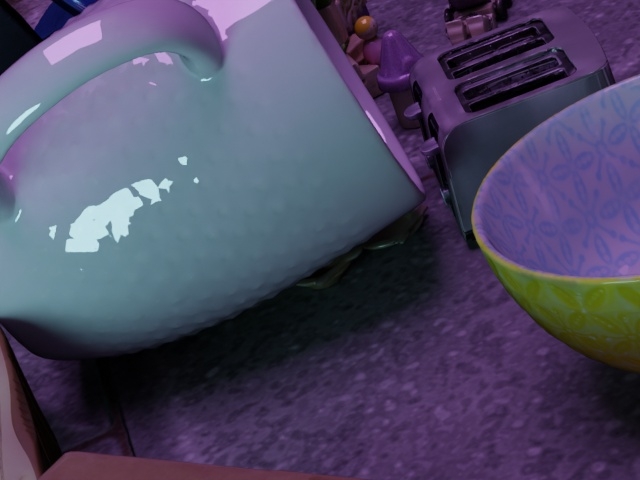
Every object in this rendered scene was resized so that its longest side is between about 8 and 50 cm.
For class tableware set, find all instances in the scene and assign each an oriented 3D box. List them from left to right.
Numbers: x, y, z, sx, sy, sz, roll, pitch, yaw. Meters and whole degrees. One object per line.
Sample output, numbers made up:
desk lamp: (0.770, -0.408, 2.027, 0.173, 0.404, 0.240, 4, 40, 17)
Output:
tableware set: (0.000, 0.000, 1.660, 0.169, 0.020, 0.141, 8, 39, 47)

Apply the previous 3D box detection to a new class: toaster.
toaster: (0.170, -0.099, 1.614, 0.186, 0.110, 0.168, -21, 27, 3)

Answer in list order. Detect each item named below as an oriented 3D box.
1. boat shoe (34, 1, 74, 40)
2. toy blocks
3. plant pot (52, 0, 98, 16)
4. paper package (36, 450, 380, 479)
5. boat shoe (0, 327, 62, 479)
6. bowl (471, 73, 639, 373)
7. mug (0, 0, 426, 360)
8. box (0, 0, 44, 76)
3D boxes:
boat shoe: (-0.211, -0.221, 1.974, 0.109, 0.089, 0.258, -62, 21, -10)
toy blocks: (-0.015, -0.257, 1.887, 0.309, 0.260, 0.288, -12, 27, 20)
plant pot: (-0.217, -0.326, 1.714, 0.212, 0.236, 0.236, -55, 4, -1)
paper package: (-0.099, 0.275, 1.027, 0.309, 0.168, 0.325, 1, 30, 36)
boat shoe: (-0.255, 0.170, 1.428, 0.123, 0.123, 0.342, -23, 32, -4)
bowl: (0.259, 0.008, 1.289, 0.289, 0.156, 0.289, -18, 27, 9)
mug: (-0.137, -0.073, 1.511, 0.328, 0.374, 0.276, -32, 70, 6)
box: (-0.559, -0.162, 1.738, 0.472, 0.480, 0.297, -44, 27, 0)
